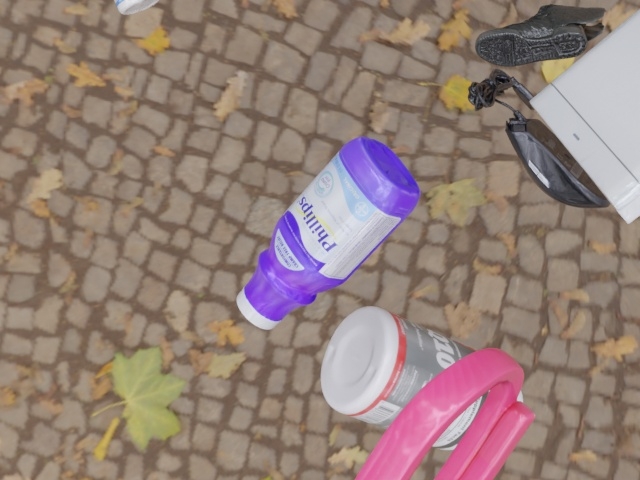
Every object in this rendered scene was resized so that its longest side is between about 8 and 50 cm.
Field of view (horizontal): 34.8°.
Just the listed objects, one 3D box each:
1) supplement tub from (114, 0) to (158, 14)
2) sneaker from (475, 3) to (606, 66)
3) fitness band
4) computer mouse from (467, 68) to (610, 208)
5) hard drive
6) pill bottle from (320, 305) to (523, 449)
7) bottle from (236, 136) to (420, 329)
[{"bbox_3d":[-0.290,-0.402,1.537,0.071,0.071,0.107,-24,93,15],"label":"supplement tub"},{"bbox_3d":[0.288,-0.272,1.336,0.170,0.089,0.051,-1,129,10],"label":"sneaker"},{"bbox_3d":[0.120,0.237,1.085,0.054,0.209,0.291,44,118,34],"label":"fitness band"},{"bbox_3d":[0.316,-0.143,1.497,0.262,0.184,0.060,42,119,-1],"label":"computer mouse"},{"bbox_3d":[0.405,-0.199,1.061,0.353,0.233,0.047,-40,124,14],"label":"hard drive"},{"bbox_3d":[0.156,0.217,1.520,0.283,0.161,0.161,25,104,-30],"label":"pill bottle"},{"bbox_3d":[0.000,0.000,1.302,0.283,0.092,0.118,-47,58,25],"label":"bottle"}]
